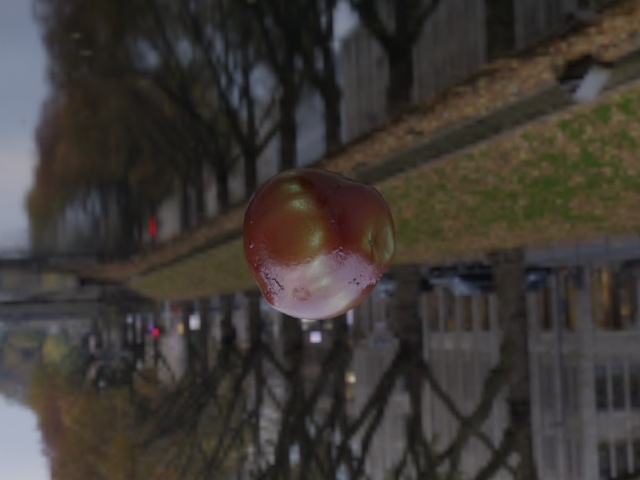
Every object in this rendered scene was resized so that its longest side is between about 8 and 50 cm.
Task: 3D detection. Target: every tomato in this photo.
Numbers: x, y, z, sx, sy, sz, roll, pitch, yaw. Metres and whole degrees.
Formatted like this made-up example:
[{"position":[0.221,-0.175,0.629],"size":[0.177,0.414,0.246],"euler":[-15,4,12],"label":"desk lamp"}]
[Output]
[{"position":[0.000,0.000,0.722],"size":[0.075,0.087,0.087],"euler":[-14,172,23],"label":"tomato"}]
